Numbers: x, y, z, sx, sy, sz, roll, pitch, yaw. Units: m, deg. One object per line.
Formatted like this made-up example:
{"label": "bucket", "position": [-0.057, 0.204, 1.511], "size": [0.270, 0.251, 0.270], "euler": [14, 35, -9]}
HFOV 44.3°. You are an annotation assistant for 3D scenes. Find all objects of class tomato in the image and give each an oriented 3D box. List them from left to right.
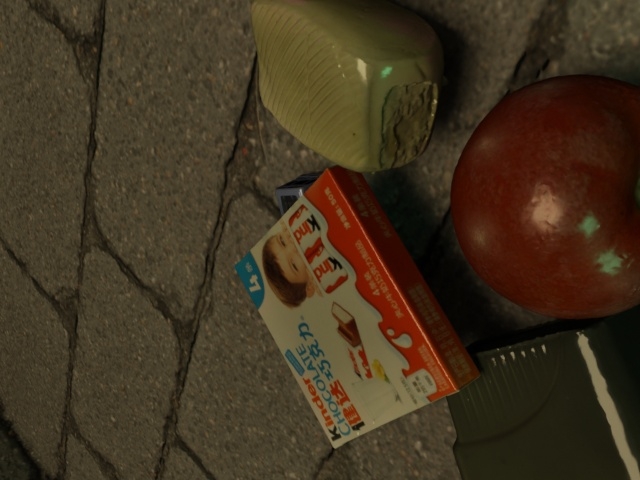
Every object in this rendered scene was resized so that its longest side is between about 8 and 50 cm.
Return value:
{"label": "tomato", "position": [0.214, -0.038, 0.679], "size": [0.184, 0.208, 0.208], "euler": [0, 111, 62]}

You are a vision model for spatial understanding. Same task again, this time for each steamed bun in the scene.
{"label": "steamed bun", "position": [0.037, -0.183, 0.833], "size": [0.239, 0.153, 0.169], "euler": [43, 145, 43]}

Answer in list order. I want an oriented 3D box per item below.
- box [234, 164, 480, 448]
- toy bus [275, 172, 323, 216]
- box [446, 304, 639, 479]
{"label": "box", "position": [0.026, 0.087, 0.923], "size": [0.273, 0.048, 0.265], "euler": [59, 142, 11]}
{"label": "toy bus", "position": [0.000, 0.000, 1.011], "size": [0.073, 0.076, 0.167], "euler": [0, 111, 47]}
{"label": "box", "position": [0.246, 0.180, 0.826], "size": [0.274, 0.138, 0.178], "euler": [-26, 82, 49]}
